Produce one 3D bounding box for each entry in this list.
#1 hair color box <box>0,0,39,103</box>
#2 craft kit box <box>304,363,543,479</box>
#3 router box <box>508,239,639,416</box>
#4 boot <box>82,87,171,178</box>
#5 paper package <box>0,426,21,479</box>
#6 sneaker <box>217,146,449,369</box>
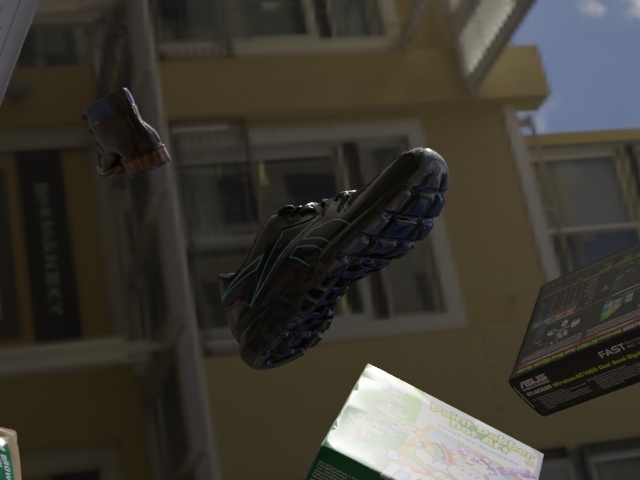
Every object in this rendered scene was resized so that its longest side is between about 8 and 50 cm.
[{"bbox_3d":[-0.359,-0.155,1.146,0.105,0.174,0.347,30,-79,44],"label":"hair color box"},{"bbox_3d":[0.129,0.262,1.584,0.061,0.249,0.246,-65,175,18],"label":"craft kit box"},{"bbox_3d":[0.182,0.050,0.848,0.122,0.038,0.092,-30,-157,43],"label":"router box"},{"bbox_3d":[-0.253,-0.140,1.730,0.219,0.082,0.106,7,-58,66],"label":"boot"},{"bbox_3d":[-0.411,0.331,1.168,0.168,0.309,0.325,45,29,-58],"label":"paper package"},{"bbox_3d":[0.000,0.000,1.209,0.267,0.101,0.106,-45,-118,24],"label":"sneaker"}]
